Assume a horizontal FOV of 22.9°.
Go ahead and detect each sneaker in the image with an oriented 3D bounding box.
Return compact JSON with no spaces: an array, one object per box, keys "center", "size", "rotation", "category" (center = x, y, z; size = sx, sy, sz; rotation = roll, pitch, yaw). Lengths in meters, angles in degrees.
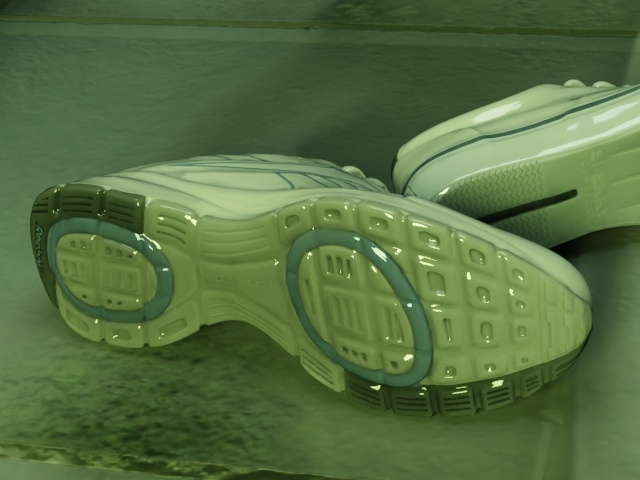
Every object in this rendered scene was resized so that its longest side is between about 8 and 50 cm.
[{"center":[0.000,0.000,0.790],"size":[0.297,0.111,0.129],"rotation":[13,30,27],"category":"sneaker"},{"center":[0.161,-0.058,0.864],"size":[0.258,0.094,0.091],"rotation":[-11,36,-8],"category":"sneaker"}]
